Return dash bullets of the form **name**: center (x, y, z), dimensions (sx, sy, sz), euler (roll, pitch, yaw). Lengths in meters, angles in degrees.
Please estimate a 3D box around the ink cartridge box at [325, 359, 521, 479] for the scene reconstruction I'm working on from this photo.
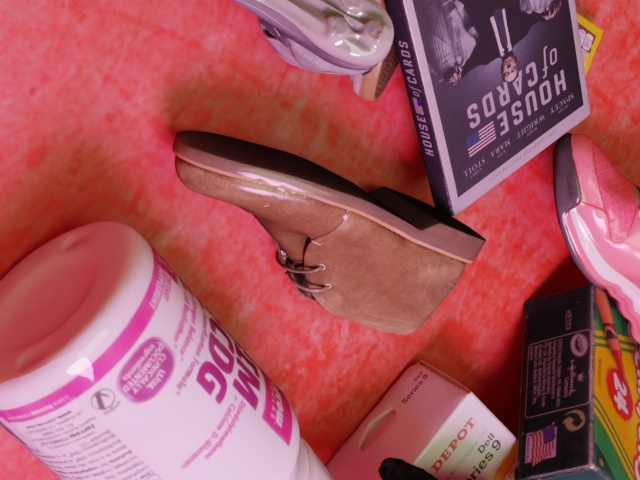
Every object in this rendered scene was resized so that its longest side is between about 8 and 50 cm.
- **ink cartridge box**: center (0.121, 0.236, 1.143), dimensions (0.154, 0.093, 0.212), euler (-49, 121, -10)

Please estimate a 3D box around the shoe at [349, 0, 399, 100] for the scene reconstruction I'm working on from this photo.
- **shoe**: center (0.049, -0.221, 0.986), dimensions (0.076, 0.058, 0.219), euler (-31, 136, -65)

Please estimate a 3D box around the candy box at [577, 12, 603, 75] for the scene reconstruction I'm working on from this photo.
- **candy box**: center (0.163, -0.171, 1.073), dimensions (0.206, 0.027, 0.105), euler (18, 97, -42)

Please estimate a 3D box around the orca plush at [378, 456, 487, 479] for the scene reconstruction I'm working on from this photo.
- **orca plush**: center (0.058, 0.236, 1.022), dimensions (0.287, 0.102, 0.151), euler (-15, 157, -14)

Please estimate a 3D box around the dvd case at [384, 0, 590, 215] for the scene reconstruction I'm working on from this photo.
- **dvd case**: center (0.140, -0.162, 1.014), dimensions (0.179, 0.029, 0.239), euler (-36, 128, -24)

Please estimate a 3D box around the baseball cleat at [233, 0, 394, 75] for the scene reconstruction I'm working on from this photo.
- **baseball cleat**: center (-0.045, -0.184, 0.924), dimensions (0.206, 0.109, 0.072), euler (36, 70, -5)

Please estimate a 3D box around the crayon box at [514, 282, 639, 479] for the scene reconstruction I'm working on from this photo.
- **crayon box**: center (0.306, 0.213, 1.202), dimensions (0.318, 0.081, 0.202), euler (44, 41, -35)

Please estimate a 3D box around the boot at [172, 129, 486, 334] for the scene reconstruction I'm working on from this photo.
- **boot**: center (0.000, 0.000, 0.993), dimensions (0.305, 0.112, 0.115), euler (21, 103, -37)

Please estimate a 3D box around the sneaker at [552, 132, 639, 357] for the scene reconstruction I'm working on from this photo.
- **sneaker**: center (0.325, 0.013, 1.143), dimensions (0.136, 0.116, 0.314), euler (-27, 112, 25)

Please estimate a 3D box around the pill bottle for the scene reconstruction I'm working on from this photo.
- **pill bottle**: center (-0.116, 0.134, 0.919), dimensions (0.160, 0.160, 0.283), euler (-46, 124, -13)
